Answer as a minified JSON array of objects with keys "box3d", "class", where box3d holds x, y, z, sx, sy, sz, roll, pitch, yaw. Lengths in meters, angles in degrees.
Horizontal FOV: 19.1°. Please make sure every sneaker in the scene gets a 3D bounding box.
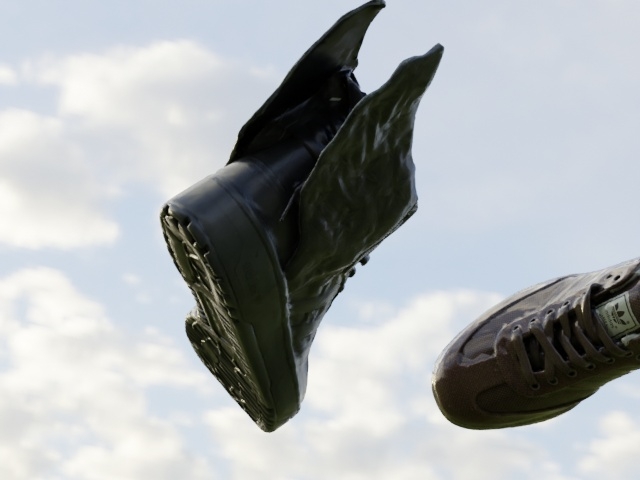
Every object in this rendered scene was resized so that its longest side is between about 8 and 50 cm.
[{"box3d":[-0.002,-0.002,0.613,0.051,0.089,0.170,45,-16,23],"class":"sneaker"},{"box3d":[0.137,0.036,0.918,0.188,0.066,0.071,-23,-16,7],"class":"sneaker"}]
